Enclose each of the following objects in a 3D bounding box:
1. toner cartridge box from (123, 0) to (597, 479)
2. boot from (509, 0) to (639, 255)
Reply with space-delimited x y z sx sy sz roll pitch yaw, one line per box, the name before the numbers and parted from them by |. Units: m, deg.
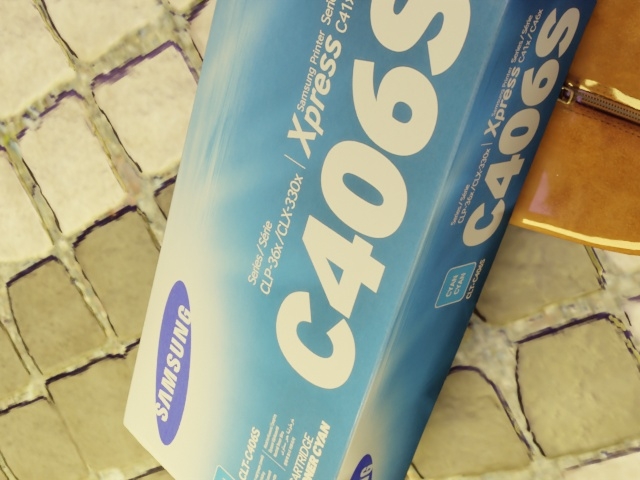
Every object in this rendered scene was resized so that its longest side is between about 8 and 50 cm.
toner cartridge box | 0.000 0.000 0.524 0.165 0.075 0.348 36 122 34
boot | 0.192 0.023 0.451 0.280 0.096 0.264 20 116 20
